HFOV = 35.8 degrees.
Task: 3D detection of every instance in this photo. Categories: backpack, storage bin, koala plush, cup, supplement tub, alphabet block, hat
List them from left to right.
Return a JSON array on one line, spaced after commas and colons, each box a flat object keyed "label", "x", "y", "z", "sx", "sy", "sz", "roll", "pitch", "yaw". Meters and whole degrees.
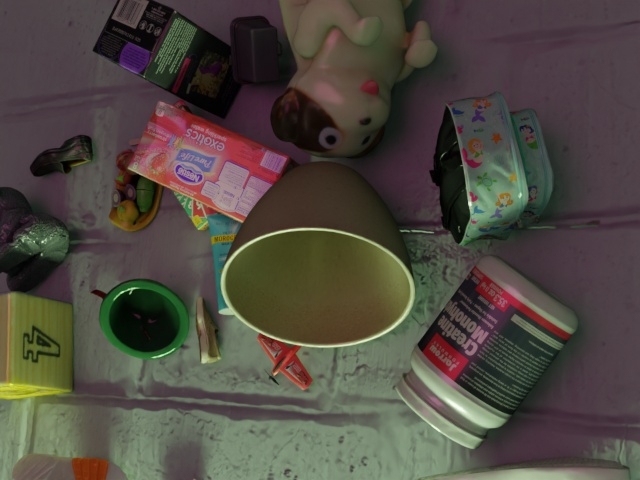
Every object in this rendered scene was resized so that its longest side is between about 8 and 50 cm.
[{"label": "alphabet block", "x": -0.657, "y": 0.227, "z": 2.110, "sx": 0.192, "sy": 0.193, "sz": 0.197, "roll": -10, "pitch": 74, "yaw": 28}, {"label": "koala plush", "x": -0.680, "y": -0.035, "z": 2.199, "sx": 0.203, "sy": 0.196, "sz": 0.221, "roll": -37, "pitch": 62, "yaw": 4}, {"label": "hat", "x": -0.367, "y": 0.127, "z": 2.070, "sx": 0.208, "sy": 0.183, "sz": 0.173, "roll": 31, "pitch": 104, "yaw": -11}, {"label": "storage bin", "x": -0.118, "y": -0.374, "z": 1.975, "sx": 0.091, "sy": 0.098, "sz": 0.135, "roll": -143, "pitch": 47, "yaw": -60}, {"label": "cup", "x": 0.000, "y": 0.000, "z": 1.755, "sx": 0.331, "sy": 0.331, "sz": 0.237, "roll": -19, "pitch": 44, "yaw": 24}, {"label": "supplement tub", "x": 0.267, "y": 0.178, "z": 1.607, "sx": 0.191, "sy": 0.191, "sz": 0.272, "roll": 39, "pitch": 98, "yaw": 30}, {"label": "backpack", "x": 0.278, "y": -0.123, "z": 1.638, "sx": 0.191, "sy": 0.253, "sz": 0.225, "roll": -11, "pitch": 71, "yaw": 6}]

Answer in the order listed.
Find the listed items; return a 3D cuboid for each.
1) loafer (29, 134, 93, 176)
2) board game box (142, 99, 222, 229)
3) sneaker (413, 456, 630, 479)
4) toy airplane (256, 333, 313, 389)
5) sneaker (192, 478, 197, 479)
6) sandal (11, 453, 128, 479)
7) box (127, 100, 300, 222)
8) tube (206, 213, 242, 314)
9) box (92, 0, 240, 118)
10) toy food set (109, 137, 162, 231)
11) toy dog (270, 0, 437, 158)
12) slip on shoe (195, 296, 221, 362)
[{"label": "loafer", "x": -0.587, "y": -0.178, "z": 2.244, "sx": 0.170, "sy": 0.062, "sz": 0.061, "roll": -25, "pitch": 72, "yaw": 23}, {"label": "board game box", "x": -0.270, "y": -0.160, "z": 2.050, "sx": 0.124, "sy": 0.039, "sz": 0.259, "roll": -39, "pitch": 72, "yaw": 15}, {"label": "sneaker", "x": 0.319, "y": 0.429, "z": 1.567, "sx": 0.366, "sy": 0.135, "sz": 0.150, "roll": -16, "pitch": 79, "yaw": 34}, {"label": "toy airplane", "x": -0.051, "y": 0.205, "z": 1.872, "sx": 0.151, "sy": 0.028, "sz": 0.151, "roll": -6, "pitch": 76, "yaw": 27}, {"label": "sneaker", "x": -0.275, "y": 0.494, "z": 1.929, "sx": 0.109, "sy": 0.040, "sz": 0.044, "roll": -19, "pitch": 54, "yaw": 21}, {"label": "sandal", "x": -0.500, "y": 0.494, "z": 2.027, "sx": 0.265, "sy": 0.076, "sz": 0.102, "roll": 9, "pitch": 61, "yaw": 19}, {"label": "box", "x": -0.197, "y": -0.136, "z": 1.927, "sx": 0.300, "sy": 0.142, "sz": 0.154, "roll": 24, "pitch": 88, "yaw": 17}, {"label": "tube", "x": -0.181, "y": 0.043, "z": 1.973, "sx": 0.080, "sy": 0.052, "sz": 0.207, "roll": -4, "pitch": 72, "yaw": -4}, {"label": "box", "x": -0.293, "y": -0.373, "z": 2.000, "sx": 0.165, "sy": 0.270, "sz": 0.143, "roll": 29, "pitch": 93, "yaw": 31}, {"label": "toy food set", "x": -0.405, "y": -0.132, "z": 2.123, "sx": 0.128, "sy": 0.071, "sz": 0.218, "roll": 5, "pitch": 81, "yaw": 30}, {"label": "toy dog", "x": 0.026, "y": -0.354, "z": 1.821, "sx": 0.395, "sy": 0.284, "sz": 0.408, "roll": -9, "pitch": 74, "yaw": 43}, {"label": "slip on shoe", "x": -0.224, "y": 0.177, "z": 1.971, "sx": 0.041, "sy": 0.051, "sz": 0.135, "roll": -4, "pitch": 62, "yaw": -12}]
